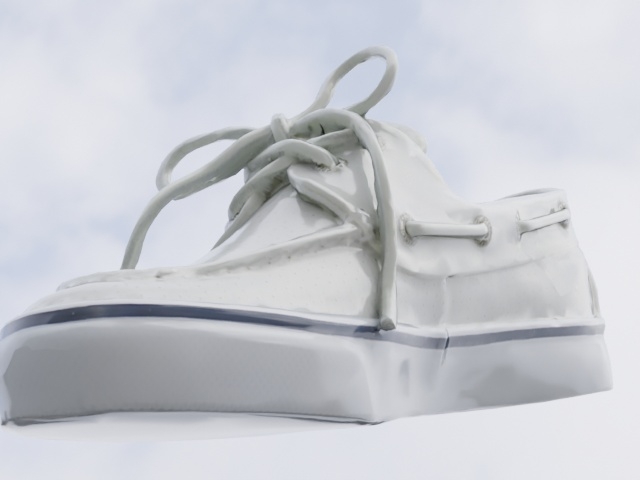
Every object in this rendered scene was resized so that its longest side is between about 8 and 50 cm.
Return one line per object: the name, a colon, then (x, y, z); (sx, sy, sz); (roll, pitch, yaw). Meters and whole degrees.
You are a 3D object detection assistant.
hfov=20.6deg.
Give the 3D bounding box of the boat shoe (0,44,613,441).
boat shoe: (0.008, -0.001, 0.731); (0.135, 0.367, 0.157); (-11, -97, 39)
